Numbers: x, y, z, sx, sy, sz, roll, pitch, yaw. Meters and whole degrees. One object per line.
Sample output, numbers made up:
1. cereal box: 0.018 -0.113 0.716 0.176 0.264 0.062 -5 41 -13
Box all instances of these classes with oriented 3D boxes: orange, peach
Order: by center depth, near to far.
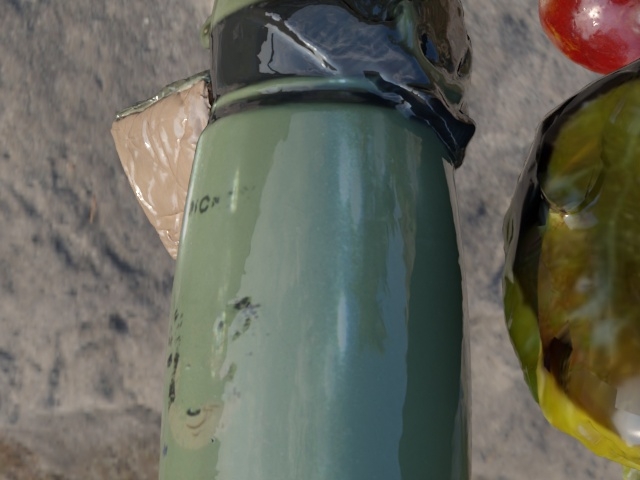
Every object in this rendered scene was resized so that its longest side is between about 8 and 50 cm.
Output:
1. orange: 0.278 0.024 0.665 0.368 0.271 0.210 -6 138 25
2. peach: 0.349 -0.299 1.460 0.243 0.243 0.199 -18 164 2

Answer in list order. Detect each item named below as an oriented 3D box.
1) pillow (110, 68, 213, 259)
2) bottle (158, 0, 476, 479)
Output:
1. pillow: -0.060 0.001 0.903 0.126 0.043 0.232 -15 108 49
2. bottle: 0.002 -0.001 0.721 0.168 0.168 0.347 4 79 -10
